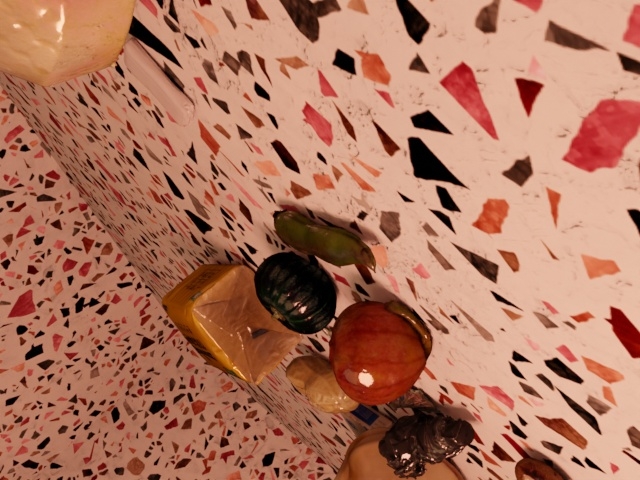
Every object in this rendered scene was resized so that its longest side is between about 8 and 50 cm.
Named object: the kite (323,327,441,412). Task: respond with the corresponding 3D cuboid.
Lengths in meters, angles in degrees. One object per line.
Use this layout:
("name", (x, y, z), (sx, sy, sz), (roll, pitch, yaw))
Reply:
("kite", (0.139, 0.307, 1.664), (0.406, 0.014, 0.368), (30, 155, 40))

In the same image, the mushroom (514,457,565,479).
("mushroom", (0.415, 0.446, 1.304), (0.123, 0.052, 0.123), (37, 165, 12))

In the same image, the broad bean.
("broad bean", (0.000, 0.000, 1.270), (0.339, 0.061, 0.077), (21, 137, 50))

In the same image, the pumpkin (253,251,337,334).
("pumpkin", (-0.056, 0.115, 1.500), (0.202, 0.140, 0.202), (42, 163, 16))

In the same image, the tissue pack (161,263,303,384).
("tissue pack", (-0.265, 0.229, 2.024), (0.293, 0.228, 0.382), (54, 158, -14))

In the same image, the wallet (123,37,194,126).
("wallet", (-0.313, -0.302, 1.369), (0.190, 0.033, 0.095), (48, 162, -3))

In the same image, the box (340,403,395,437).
("box", (0.189, 0.603, 2.063), (0.200, 0.065, 0.343), (23, 150, 50))

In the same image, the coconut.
("coconut", (-0.442, -0.407, 1.030), (0.352, 0.352, 0.352), (40, 160, 18))

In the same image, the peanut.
("peanut", (0.004, 0.398, 1.958), (0.290, 0.130, 0.130), (18, 146, 58))

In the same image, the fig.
("fig", (0.110, 0.205, 1.298), (0.205, 0.205, 0.205), (40, 160, 18))

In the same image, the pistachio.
("pistachio", (0.197, 0.670, 1.816), (0.281, 0.365, 0.445), (-80, -31, -58))

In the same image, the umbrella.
("umbrella", (0.248, 0.434, 1.544), (0.128, 0.154, 0.336), (48, 142, 2))
